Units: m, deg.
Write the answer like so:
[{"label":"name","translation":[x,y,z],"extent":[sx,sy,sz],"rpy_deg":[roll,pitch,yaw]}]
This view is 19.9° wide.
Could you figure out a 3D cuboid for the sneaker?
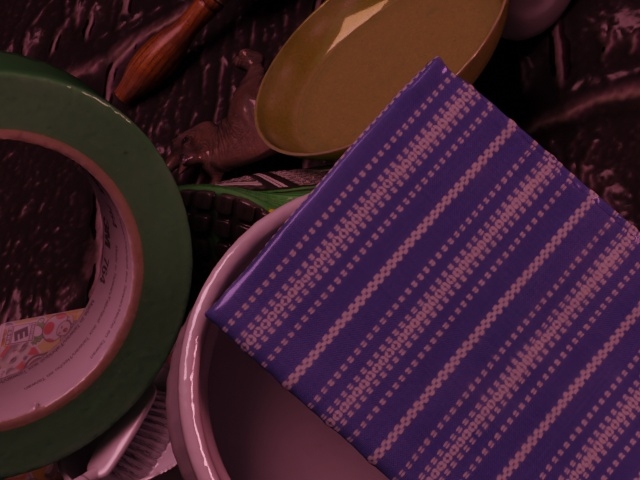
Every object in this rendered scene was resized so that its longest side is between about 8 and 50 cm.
[{"label":"sneaker","translation":[0.000,0.000,1.461],"extent":[0.343,0.134,0.146],"rpy_deg":[-3,18,28]}]

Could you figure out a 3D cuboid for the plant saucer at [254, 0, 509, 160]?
[{"label":"plant saucer","translation":[0.055,-0.146,1.454],"extent":[0.241,0.037,0.241],"rpy_deg":[-28,34,21]}]

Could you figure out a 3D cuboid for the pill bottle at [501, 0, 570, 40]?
[{"label":"pill bottle","translation":[0.124,-0.253,1.573],"extent":[0.112,0.112,0.186],"rpy_deg":[-48,45,-8]}]

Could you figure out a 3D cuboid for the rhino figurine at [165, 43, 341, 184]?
[{"label":"rhino figurine","translation":[-0.046,-0.117,1.607],"extent":[0.243,0.073,0.106],"rpy_deg":[-32,42,10]}]

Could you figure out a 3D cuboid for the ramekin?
[{"label":"ramekin","translation":[0.025,0.108,1.247],"extent":[0.277,0.277,0.135],"rpy_deg":[-58,9,-17]}]

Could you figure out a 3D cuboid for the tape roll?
[{"label":"tape roll","translation":[-0.257,0.022,1.358],"extent":[0.321,0.321,0.077],"rpy_deg":[-44,32,-5]}]

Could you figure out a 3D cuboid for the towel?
[{"label":"towel","translation":[0.124,0.071,1.198],"extent":[0.243,0.336,0.040],"rpy_deg":[-50,4,-16]}]

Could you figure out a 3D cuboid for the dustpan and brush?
[{"label":"dustpan and brush","translation":[-0.167,0.177,1.423],"extent":[0.147,0.060,0.211],"rpy_deg":[17,66,36]}]

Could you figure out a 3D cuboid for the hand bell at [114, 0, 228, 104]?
[{"label":"hand bell","translation":[-0.110,-0.222,1.728],"extent":[0.242,0.126,0.126],"rpy_deg":[-44,43,13]}]

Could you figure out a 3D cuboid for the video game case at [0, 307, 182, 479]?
[{"label":"video game case","translation":[-0.194,0.153,1.514],"extent":[0.206,0.026,0.227],"rpy_deg":[-11,52,21]}]
